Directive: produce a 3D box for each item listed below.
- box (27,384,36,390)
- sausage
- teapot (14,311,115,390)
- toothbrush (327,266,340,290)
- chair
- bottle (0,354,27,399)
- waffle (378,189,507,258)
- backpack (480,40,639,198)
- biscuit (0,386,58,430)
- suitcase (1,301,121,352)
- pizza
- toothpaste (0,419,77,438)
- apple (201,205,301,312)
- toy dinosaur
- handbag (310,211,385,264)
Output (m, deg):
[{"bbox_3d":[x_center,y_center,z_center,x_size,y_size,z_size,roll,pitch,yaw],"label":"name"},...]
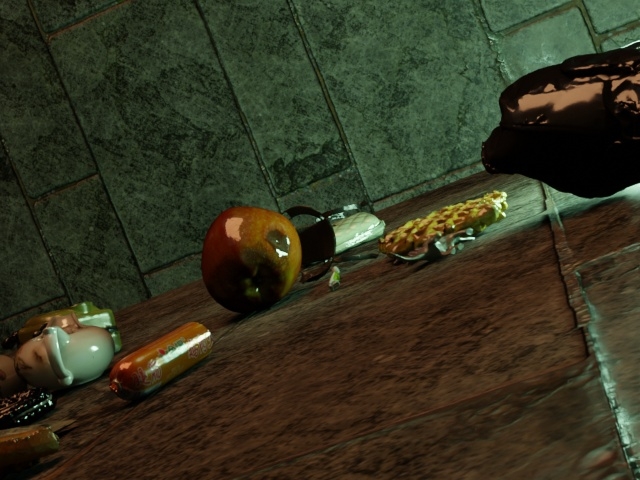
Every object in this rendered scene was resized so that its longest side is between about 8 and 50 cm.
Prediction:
[{"bbox_3d":[-0.710,0.350,2.185,0.055,0.040,0.218,-22,3,24],"label":"box"},{"bbox_3d":[-0.259,0.196,1.569,0.071,0.071,0.234,-20,4,28],"label":"sausage"},{"bbox_3d":[-0.525,0.226,2.027,0.204,0.139,0.298,-10,5,-14],"label":"teapot"},{"bbox_3d":[0.027,0.078,2.023,0.026,0.022,0.263,-36,3,3],"label":"toothbrush"},{"bbox_3d":[0.000,0.000,2.220,0.213,0.174,0.149,-12,-3,-12],"label":"chair"},{"bbox_3d":[-0.724,0.328,1.996,0.120,0.120,0.253,-19,6,37],"label":"bottle"},{"bbox_3d":[0.254,-0.029,1.977,0.281,0.058,0.301,-23,5,-3],"label":"waffle"},{"bbox_3d":[0.494,-0.207,1.704,0.445,0.255,0.363,-4,12,26],"label":"backpack"},{"bbox_3d":[-0.566,0.314,1.767,0.194,0.053,0.194,-21,4,2],"label":"biscuit"},{"bbox_3d":[-0.612,0.233,2.364,0.194,0.143,0.235,-17,-2,43],"label":"suitcase"},{"bbox_3d":[-0.443,0.296,1.302,0.188,0.062,0.199,-10,-8,-23],"label":"pizza"},{"bbox_3d":[-0.474,0.305,1.514,0.218,0.041,0.064,-16,0,23],"label":"toothpaste"},{"bbox_3d":[-0.145,0.047,2.084,0.230,0.230,0.230,-22,4,1],"label":"apple"},{"bbox_3d":[0.194,0.017,1.752,0.209,0.039,0.082,-11,-7,-39],"label":"toy dinosaur"},{"bbox_3d":[0.053,-0.003,2.655,0.256,0.079,0.219,-24,8,-15],"label":"handbag"}]
